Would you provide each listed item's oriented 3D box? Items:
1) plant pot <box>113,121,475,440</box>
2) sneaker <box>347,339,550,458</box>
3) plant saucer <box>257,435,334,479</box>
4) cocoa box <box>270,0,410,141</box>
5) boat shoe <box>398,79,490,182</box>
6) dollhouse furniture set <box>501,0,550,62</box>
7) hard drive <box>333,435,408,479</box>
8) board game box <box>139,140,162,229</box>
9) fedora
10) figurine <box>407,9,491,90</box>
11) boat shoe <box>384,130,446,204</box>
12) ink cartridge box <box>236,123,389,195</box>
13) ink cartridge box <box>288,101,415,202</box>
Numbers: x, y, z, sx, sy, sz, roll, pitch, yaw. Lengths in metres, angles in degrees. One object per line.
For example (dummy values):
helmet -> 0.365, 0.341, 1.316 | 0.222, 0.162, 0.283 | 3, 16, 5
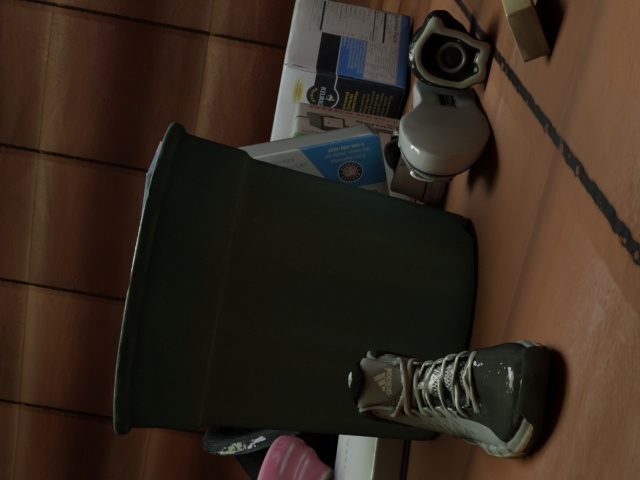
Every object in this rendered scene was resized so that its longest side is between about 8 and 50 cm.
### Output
plant pot -> -0.024, 0.068, 1.122 | 0.341, 0.334, 0.341 | -170, 90, -86
sneaker -> 0.089, 0.120, 0.802 | 0.228, 0.132, 0.086 | 111, 168, -73
plant saucer -> -0.035, 0.458, 1.513 | 0.332, 0.084, 0.332 | 3, -90, -77
cocoa box -> 0.029, -0.260, 2.010 | 0.347, 0.228, 0.231 | 104, 175, -48
boat shoe -> 0.128, -0.107, 1.144 | 0.267, 0.096, 0.088 | -85, 2, -66
dollhouse furniture set -> 0.204, -0.255, 0.881 | 0.144, 0.123, 0.151 | -85, -29, -56
hard drive -> 0.056, 0.333, 1.363 | 0.318, 0.040, 0.210 | 118, 162, -73
board game box -> -0.185, -0.053, 1.163 | 0.090, 0.020, 0.090 | -86, 9, -62
fedora -> -0.075, 0.401, 2.042 | 0.334, 0.334, 0.152 | -125, 15, -85
figurine -> 0.164, -0.299, 1.224 | 0.209, 0.092, 0.214 | -78, 0, -74
boat shoe -> 0.123, -0.123, 1.378 | 0.226, 0.076, 0.083 | -88, 9, -66
ink cartridge box -> 0.000, 0.000, 1.366 | 0.197, 0.198, 0.270 | -98, -3, -79
ink cartridge box -> 0.044, -0.123, 1.640 | 0.273, 0.199, 0.114 | -91, 12, -69
